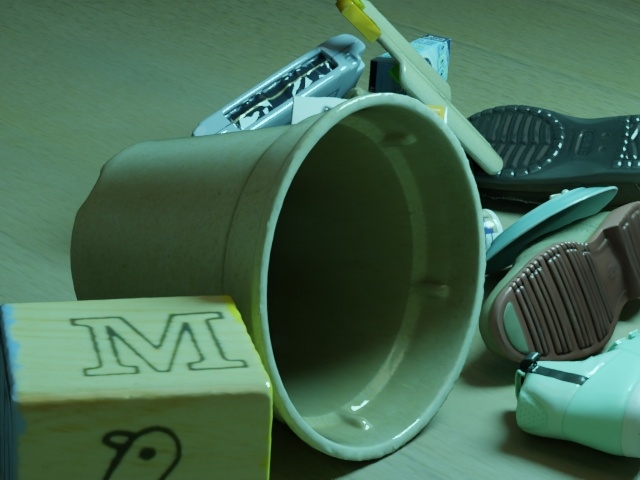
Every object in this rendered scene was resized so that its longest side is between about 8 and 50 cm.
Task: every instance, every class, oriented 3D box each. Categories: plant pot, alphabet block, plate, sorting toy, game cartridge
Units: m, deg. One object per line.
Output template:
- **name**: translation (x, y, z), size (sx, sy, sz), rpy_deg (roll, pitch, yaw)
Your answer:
- **plant pot**: translation (-0.060, 0.022, 1.660), size (0.305, 0.334, 0.333), rpy_deg (6, 17, 40)
- **alphabet block**: translation (-0.154, 0.163, 1.388), size (0.197, 0.192, 0.193), rpy_deg (-2, 23, -13)
- **plate**: translation (0.255, -0.018, 1.985), size (0.188, 0.188, 0.024), rpy_deg (-18, 72, -44)
- **sorting toy**: translation (0.101, -0.221, 2.203), size (0.307, 0.041, 0.229), rpy_deg (42, 13, -32)
- **game cartridge**: translation (-0.072, -0.123, 2.116), size (0.060, 0.196, 0.294), rpy_deg (40, 50, 16)

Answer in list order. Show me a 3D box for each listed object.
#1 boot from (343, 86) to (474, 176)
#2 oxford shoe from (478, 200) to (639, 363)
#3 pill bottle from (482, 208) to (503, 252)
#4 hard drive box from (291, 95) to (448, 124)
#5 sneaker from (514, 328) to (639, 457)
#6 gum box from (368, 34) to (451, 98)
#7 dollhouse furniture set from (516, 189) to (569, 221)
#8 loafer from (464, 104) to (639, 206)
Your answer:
- **boot**: translation (0.120, -0.069, 2.124), size (0.207, 0.090, 0.248), rpy_deg (30, 36, -28)
- **oxford shoe**: translation (0.254, 0.057, 1.891), size (0.130, 0.123, 0.348), rpy_deg (-12, 7, 39)
- **pill bottle**: translation (0.149, 0.001, 2.036), size (0.120, 0.067, 0.067), rpy_deg (-7, 23, -26)
- **hard drive box**: translation (0.049, -0.038, 1.928), size (0.181, 0.089, 0.232), rpy_deg (3, 59, -1)
- **sneaker**: translation (0.275, 0.125, 1.698), size (0.151, 0.094, 0.256), rpy_deg (9, 20, 22)
- **gum box**: translation (0.121, -0.192, 2.411), size (0.041, 0.157, 0.184), rpy_deg (14, 23, 24)
- **dollhouse furniture set**: translation (0.315, -0.036, 2.140), size (0.114, 0.081, 0.091), rpy_deg (-9, 24, -30)
- **loafer**: translation (0.322, -0.085, 2.260), size (0.365, 0.130, 0.134), rpy_deg (6, 53, 31)
